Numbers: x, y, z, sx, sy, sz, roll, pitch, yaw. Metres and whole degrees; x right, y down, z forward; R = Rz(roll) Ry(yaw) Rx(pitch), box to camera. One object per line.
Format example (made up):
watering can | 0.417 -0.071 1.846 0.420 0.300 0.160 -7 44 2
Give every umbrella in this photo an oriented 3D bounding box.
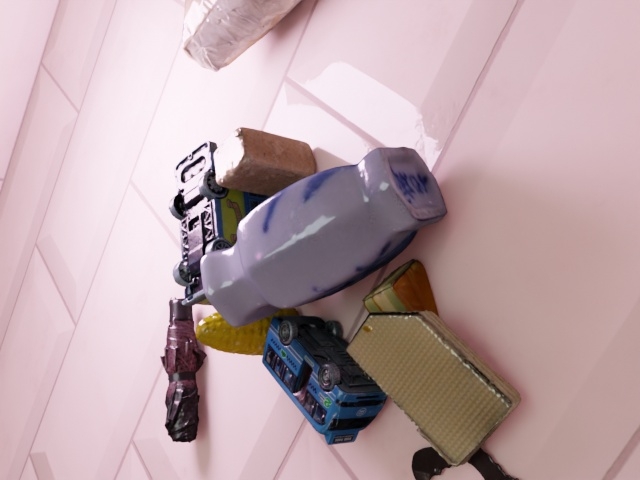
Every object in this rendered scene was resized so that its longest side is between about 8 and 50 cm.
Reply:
umbrella | -0.313 0.288 1.676 0.094 0.090 0.325 -24 65 48

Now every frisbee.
frisbee | 0.223 0.316 1.098 0.187 0.012 0.211 46 117 43

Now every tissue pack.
tissue pack | -0.164 -0.592 1.602 0.390 0.195 0.375 -37 44 40

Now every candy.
candy | -0.143 0.169 1.416 0.094 0.199 0.106 55 132 46

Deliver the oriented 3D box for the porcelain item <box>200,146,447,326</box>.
porcelain item | 0.000 0.000 1.247 0.405 0.243 0.178 -29 81 31

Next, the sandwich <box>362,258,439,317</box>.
sandwich | 0.160 0.125 1.205 0.079 0.113 0.163 -34 93 40

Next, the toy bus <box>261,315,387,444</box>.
toy bus | 0.002 0.231 1.295 0.246 0.114 0.134 41 118 47

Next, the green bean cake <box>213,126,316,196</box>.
green bean cake | -0.108 -0.148 1.445 0.109 0.179 0.085 -35 57 40

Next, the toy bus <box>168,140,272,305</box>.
toy bus | -0.187 -0.026 1.506 0.152 0.190 0.312 -28 62 44

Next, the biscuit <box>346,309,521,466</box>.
biscuit | 0.159 0.196 1.102 0.252 0.052 0.150 43 120 26
